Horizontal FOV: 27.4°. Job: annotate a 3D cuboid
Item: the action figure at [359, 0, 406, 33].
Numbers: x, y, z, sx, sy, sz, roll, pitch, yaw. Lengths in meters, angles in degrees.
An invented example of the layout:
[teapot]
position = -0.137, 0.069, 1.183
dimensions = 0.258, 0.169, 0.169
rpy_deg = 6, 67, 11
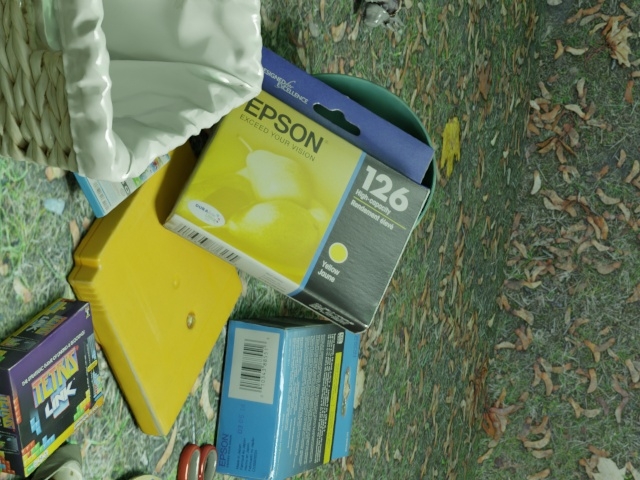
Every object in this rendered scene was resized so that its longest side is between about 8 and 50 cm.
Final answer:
[action figure]
position = 0.118, -0.498, 2.356
dimensions = 0.185, 0.099, 0.285
rpy_deg = 58, 47, -68

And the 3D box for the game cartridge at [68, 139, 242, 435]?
[game cartridge]
position = -0.213, 0.052, 1.749
dimensions = 0.323, 0.053, 0.285
rpy_deg = 73, 32, -41

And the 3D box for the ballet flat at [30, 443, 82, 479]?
[ballet flat]
position = -0.317, 0.306, 1.527
dimensions = 0.213, 0.068, 0.072
rpy_deg = -41, 134, -60

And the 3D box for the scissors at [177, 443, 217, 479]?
[scissors]
position = -0.191, 0.443, 1.960
dimensions = 0.109, 0.021, 0.297
rpy_deg = -12, 109, -70

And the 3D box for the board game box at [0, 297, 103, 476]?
[board game box]
position = -0.318, 0.165, 1.510
dimensions = 0.170, 0.048, 0.141
rpy_deg = -47, 140, -57

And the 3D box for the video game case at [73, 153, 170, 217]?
[video game case]
position = -0.250, -0.115, 1.588
dimensions = 0.119, 0.015, 0.166
rpy_deg = 65, 32, -17

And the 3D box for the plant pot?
[plant pot]
position = 0.007, -0.067, 1.962
dimensions = 0.235, 0.293, 0.293
rpy_deg = 106, -1, -68

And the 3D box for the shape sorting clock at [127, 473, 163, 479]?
[shape sorting clock]
position = -0.251, 0.416, 1.763
dimensions = 0.206, 0.040, 0.206
rpy_deg = -33, 127, -58

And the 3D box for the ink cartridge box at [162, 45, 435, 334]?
[ink cartridge box]
position = -0.011, -0.078, 1.759
dimensions = 0.307, 0.304, 0.072
rpy_deg = -65, -166, -20

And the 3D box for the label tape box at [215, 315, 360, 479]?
[label tape box]
position = -0.048, 0.248, 2.137
dimensions = 0.334, 0.106, 0.240
rpy_deg = 5, 91, -69

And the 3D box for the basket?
[basket]
position = -0.241, -0.264, 1.275
dimensions = 0.331, 0.267, 0.328
rpy_deg = -44, 136, -59
